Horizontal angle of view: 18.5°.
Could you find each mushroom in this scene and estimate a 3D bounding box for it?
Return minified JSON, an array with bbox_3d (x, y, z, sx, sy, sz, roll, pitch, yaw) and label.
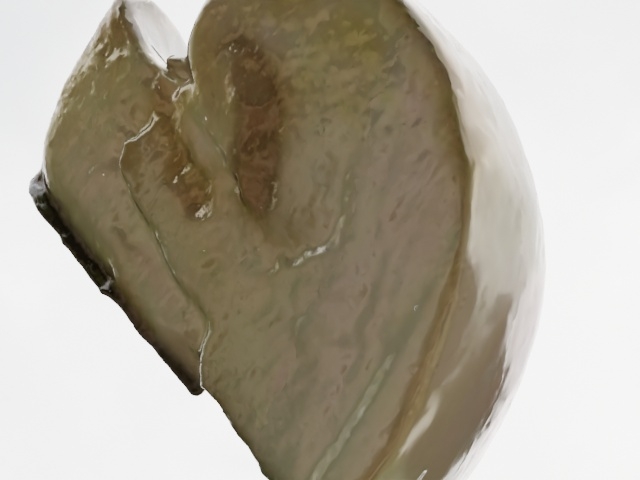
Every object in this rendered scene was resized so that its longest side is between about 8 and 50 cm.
[{"bbox_3d":[0.022,-0.017,0.770,0.236,0.162,0.173,49,-66,31],"label":"mushroom"}]
